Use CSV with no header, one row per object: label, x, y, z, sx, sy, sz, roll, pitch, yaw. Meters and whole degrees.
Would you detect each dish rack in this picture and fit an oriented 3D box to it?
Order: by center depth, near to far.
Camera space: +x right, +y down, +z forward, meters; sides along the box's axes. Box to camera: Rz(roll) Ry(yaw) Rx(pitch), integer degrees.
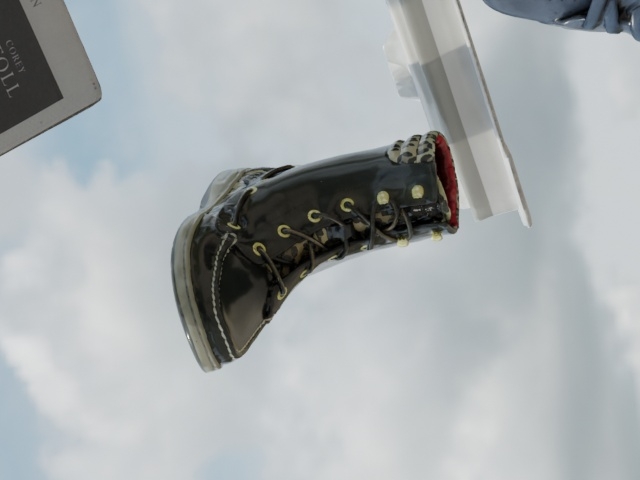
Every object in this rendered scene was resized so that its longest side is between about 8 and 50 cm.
dish rack,0.072,-0.187,1.555,0.285,0.072,0.332,-101,-8,-56

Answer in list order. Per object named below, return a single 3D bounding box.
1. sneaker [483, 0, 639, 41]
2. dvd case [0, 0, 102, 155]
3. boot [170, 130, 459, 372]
sneaker,0.273,-0.147,1.297,0.131,0.350,0.148,98,172,-60
dvd case,-0.212,-0.072,0.692,0.029,0.239,0.179,30,147,56
boot,0.000,-0.002,1.380,0.236,0.179,0.085,-73,-33,-62
